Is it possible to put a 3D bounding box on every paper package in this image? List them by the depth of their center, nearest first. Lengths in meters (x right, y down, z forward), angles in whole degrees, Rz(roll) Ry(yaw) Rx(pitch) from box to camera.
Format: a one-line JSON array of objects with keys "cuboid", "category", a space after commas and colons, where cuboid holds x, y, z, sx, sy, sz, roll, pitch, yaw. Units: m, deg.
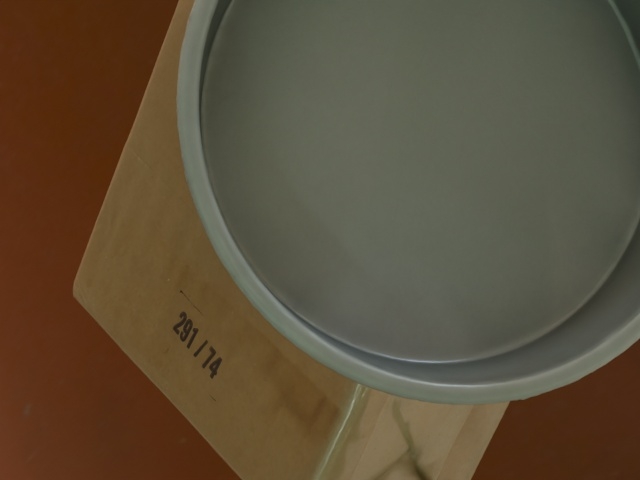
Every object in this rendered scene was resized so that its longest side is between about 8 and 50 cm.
[{"cuboid": [0.000, 0.000, 1.162, 0.168, 0.325, 0.309, 5, 115, -44], "category": "paper package"}]

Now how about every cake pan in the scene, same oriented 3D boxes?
[{"cuboid": [0.067, -0.063, 0.824, 0.293, 0.054, 0.293, 1, 86, -14], "category": "cake pan"}]
